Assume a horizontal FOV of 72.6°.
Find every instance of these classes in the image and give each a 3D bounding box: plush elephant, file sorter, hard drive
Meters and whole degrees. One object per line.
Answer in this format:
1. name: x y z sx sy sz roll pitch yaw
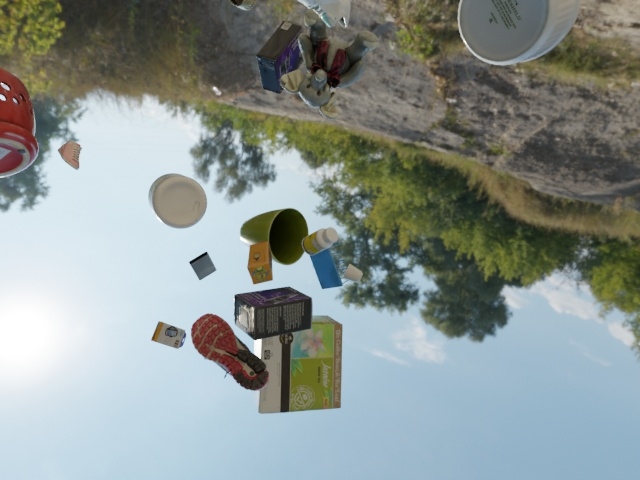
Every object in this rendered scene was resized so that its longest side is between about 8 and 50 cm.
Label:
1. plush elephant: 0.008 -0.600 1.570 0.271 0.256 0.330 24 159 -5
2. file sorter: 0.049 0.106 1.870 0.118 0.170 0.104 -14 -171 43
3. hard drive: -0.545 0.119 2.021 0.094 0.135 0.022 -32 -126 -17

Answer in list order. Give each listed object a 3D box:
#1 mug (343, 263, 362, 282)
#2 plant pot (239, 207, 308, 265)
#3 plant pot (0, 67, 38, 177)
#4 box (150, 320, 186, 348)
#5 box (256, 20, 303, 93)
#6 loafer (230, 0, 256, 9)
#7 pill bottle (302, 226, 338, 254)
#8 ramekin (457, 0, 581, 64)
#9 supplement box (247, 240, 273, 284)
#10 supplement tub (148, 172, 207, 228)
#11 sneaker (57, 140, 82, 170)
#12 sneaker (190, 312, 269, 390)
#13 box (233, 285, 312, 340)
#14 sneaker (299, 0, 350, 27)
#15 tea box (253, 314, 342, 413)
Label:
1. mug: 0.131 0.126 1.686 0.064 0.062 0.078 25 -135 9
2. plant pot: -0.258 -0.028 2.166 0.293 0.275 0.274 5 -172 40
3. plant pot: -0.693 -0.236 0.900 0.191 0.191 0.174 -9 -112 -51
4. box: -0.607 0.385 1.757 0.028 0.081 0.136 -1 153 39
5. box: -0.175 -0.829 1.975 0.103 0.184 0.261 22 -116 12
6. loafer: -0.308 -0.872 1.403 0.268 0.102 0.092 47 -153 -25
7. pill bottle: 0.000 0.000 1.350 0.065 0.065 0.116 -2 163 -42
8. ramekin: 0.459 -0.554 1.047 0.272 0.273 0.127 27 -132 31
9. supplement box: -0.220 0.079 1.601 0.078 0.080 0.233 -12 -162 -2
10. supplement tub: -0.650 -0.185 1.963 0.228 0.229 0.316 5 -172 -27
11. sneaker: -0.860 -0.303 1.515 0.134 0.070 0.051 43 174 30
12. sneaker: -0.281 0.349 1.329 0.299 0.112 0.121 43 -109 14
13. box: -0.150 0.226 1.384 0.207 0.108 0.153 -6 -168 -34
14. sneaker: 0.011 -0.598 1.114 0.080 0.094 0.212 6 -165 42
15. tea box: -0.095 0.475 1.721 0.323 0.329 0.220 1 179 -15
